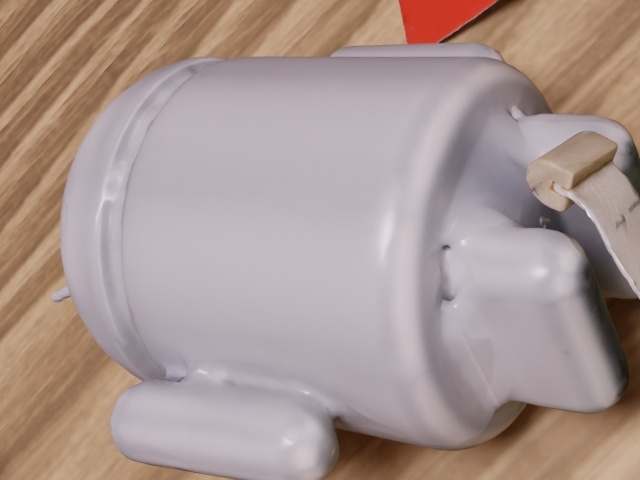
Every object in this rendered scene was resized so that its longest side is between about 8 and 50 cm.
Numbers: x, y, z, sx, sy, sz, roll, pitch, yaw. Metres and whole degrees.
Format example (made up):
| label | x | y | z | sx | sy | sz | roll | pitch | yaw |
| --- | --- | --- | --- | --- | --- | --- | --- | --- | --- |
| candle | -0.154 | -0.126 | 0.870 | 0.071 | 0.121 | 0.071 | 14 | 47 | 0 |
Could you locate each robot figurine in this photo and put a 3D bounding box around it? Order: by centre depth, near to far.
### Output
| label | x | y | z | sx | sy | sz | roll | pitch | yaw |
| --- | --- | --- | --- | --- | --- | --- | --- | --- | --- |
| robot figurine | 0.000 | 0.000 | 0.651 | 0.353 | 0.200 | 0.300 | 7 | 50 | 35 |

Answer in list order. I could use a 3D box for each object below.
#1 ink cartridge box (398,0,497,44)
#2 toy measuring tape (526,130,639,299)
| label | x | y | z | sx | sy | sz | roll | pitch | yaw |
| --- | --- | --- | --- | --- | --- | --- | --- | --- | --- |
| ink cartridge box | 0.115 | -0.254 | 0.753 | 0.232 | 0.066 | 0.189 | -28 | 55 | 32 |
| toy measuring tape | 0.162 | 0.117 | 0.504 | 0.121 | 0.121 | 0.330 | -33 | 86 | 16 |
